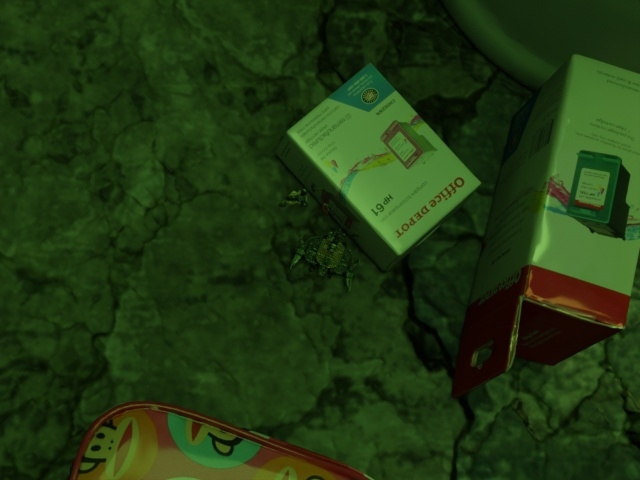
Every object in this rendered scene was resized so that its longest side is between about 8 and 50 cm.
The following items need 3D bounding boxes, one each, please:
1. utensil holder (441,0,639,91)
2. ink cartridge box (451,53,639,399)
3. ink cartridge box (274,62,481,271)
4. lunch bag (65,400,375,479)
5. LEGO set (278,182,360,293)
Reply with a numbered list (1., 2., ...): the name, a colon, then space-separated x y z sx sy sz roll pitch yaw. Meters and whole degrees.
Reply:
1. utensil holder: 0.271 -0.301 1.051 0.328 0.385 0.327 3 75 -11
2. ink cartridge box: 0.167 0.003 1.074 0.078 0.134 0.231 17 72 -7
3. ink cartridge box: 0.042 -0.052 1.107 0.088 0.052 0.122 -41 87 -19
4. lunch bag: -0.065 0.266 0.958 0.258 0.120 0.293 20 71 -6
5. LEGO set: 0.002 -0.002 1.094 0.054 0.023 0.083 -9 101 2
